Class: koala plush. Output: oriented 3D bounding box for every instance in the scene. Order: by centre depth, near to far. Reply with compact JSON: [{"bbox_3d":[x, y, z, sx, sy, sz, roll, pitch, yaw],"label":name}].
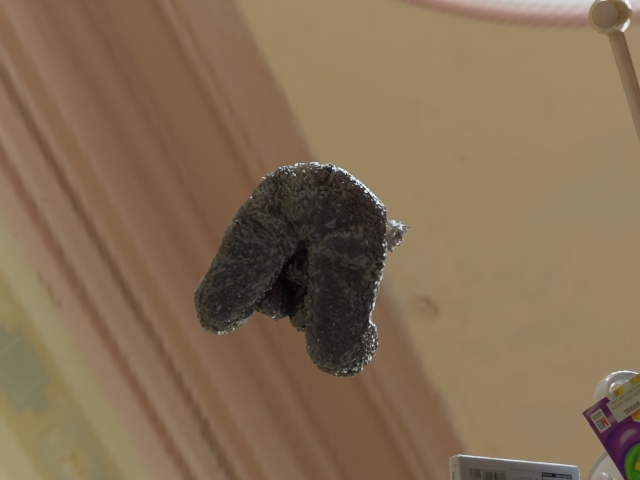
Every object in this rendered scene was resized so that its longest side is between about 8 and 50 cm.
[{"bbox_3d":[0.000,0.000,1.820,0.221,0.196,0.203,-50,-21,-72],"label":"koala plush"}]

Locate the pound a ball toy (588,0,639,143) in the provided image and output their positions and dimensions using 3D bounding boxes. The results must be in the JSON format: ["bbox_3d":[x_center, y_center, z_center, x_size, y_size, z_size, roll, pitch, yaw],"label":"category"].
[{"bbox_3d":[0.439,-0.148,1.921,0.136,0.208,0.319,-50,-58,-67],"label":"pound a ball toy"}]

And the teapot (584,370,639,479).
[{"bbox_3d":[0.378,0.301,1.973,0.187,0.256,0.252,28,-90,-25],"label":"teapot"}]

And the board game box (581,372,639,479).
[{"bbox_3d":[0.405,0.232,1.676,0.144,0.142,0.275,-17,-110,-47],"label":"board game box"}]

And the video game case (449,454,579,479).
[{"bbox_3d":[0.229,0.338,2.004,0.190,0.022,0.173,10,-112,-35],"label":"video game case"}]
